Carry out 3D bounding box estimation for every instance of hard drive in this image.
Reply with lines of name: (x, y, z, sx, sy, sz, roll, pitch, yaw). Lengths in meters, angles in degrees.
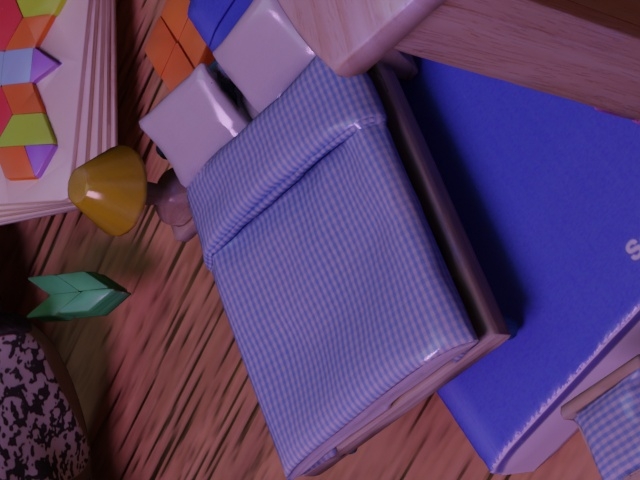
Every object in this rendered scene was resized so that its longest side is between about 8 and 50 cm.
hard drive: (0.066, -0.083, 0.671, 0.210, 0.040, 0.318, -53, 53, 28)

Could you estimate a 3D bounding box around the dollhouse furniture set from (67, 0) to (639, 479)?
dollhouse furniture set: (0.000, 0.000, 0.554, 0.303, 0.198, 0.286, -39, 58, 36)

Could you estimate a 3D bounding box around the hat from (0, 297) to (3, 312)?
hat: (-0.339, 0.106, 0.969, 0.331, 0.134, 0.331, -4, 71, 13)

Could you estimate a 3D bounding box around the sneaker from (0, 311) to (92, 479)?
sneaker: (-0.137, 0.242, 0.782, 0.182, 0.158, 0.410, -3, 91, 39)

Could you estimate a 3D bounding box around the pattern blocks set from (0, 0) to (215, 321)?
pattern blocks set: (-0.187, -0.101, 0.877, 0.285, 0.026, 0.324, -18, 71, 24)
